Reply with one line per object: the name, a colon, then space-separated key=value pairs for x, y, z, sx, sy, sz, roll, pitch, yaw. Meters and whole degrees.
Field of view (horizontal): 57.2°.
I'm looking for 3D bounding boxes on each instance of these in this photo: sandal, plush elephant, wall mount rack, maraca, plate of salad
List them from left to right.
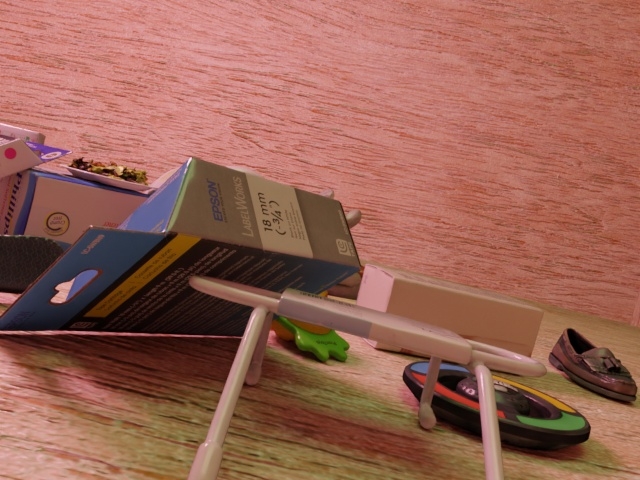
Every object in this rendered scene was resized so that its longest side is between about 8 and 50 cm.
sandal: x=-0.442 y=0.025 z=0.696 sx=0.255 sy=0.097 sz=0.054 roll=16 pitch=-29 yaw=-31
plate of salad: x=-0.435 y=-0.141 z=1.219 sx=0.200 sy=0.048 sz=0.200 roll=15 pitch=3 yaw=-1
maraca: x=-0.028 y=0.110 z=0.868 sx=0.127 sy=0.099 sz=0.185 roll=8 pitch=32 yaw=-46
plush elephant: x=0.000 y=0.000 z=1.463 sx=0.330 sy=0.255 sz=0.272 roll=12 pitch=3 yaw=-27
wall mount rack: x=0.033 y=0.130 z=0.514 sx=0.350 sy=0.130 sz=0.304 roll=14 pitch=-1 yaw=0

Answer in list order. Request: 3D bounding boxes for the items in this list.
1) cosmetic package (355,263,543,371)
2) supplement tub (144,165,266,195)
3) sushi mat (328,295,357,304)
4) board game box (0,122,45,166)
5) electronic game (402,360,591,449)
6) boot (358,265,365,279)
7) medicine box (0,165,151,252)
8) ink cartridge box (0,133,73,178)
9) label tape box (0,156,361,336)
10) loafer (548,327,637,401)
cosmetic package: x=0.224 y=0.142 z=1.064 sx=0.296 sy=0.129 sz=0.153 roll=14 pitch=4 yaw=-14
supplement tub: x=-0.255 y=-0.050 z=1.310 sx=0.236 sy=0.235 sz=0.325 roll=12 pitch=-1 yaw=-36
sushi mat: x=-0.036 y=0.123 z=1.285 sx=0.317 sy=0.019 sz=0.151 roll=13 pitch=2 yaw=-11
board game box: x=-0.867 y=-0.195 z=1.440 sx=0.304 sy=0.223 sz=0.097 roll=13 pitch=0 yaw=-16
electronic game: x=0.215 y=0.198 z=0.734 sx=0.229 sy=0.048 sz=0.229 roll=14 pitch=3 yaw=-1
boot: x=0.120 y=0.115 z=1.856 sx=0.281 sy=0.096 sz=0.264 roll=21 pitch=-5 yaw=-1
medicine box: x=-0.540 y=-0.065 z=1.219 sx=0.289 sy=0.149 sz=0.264 roll=15 pitch=3 yaw=39
ink cartridge box: x=-0.649 y=-0.128 z=1.022 sx=0.176 sy=0.069 sz=0.371 roll=15 pitch=33 yaw=36
label tape box: x=-0.156 y=0.020 z=0.662 sx=0.241 sy=0.105 sz=0.334 roll=-33 pitch=-30 yaw=35
loafer: x=0.526 y=0.234 z=1.148 sx=0.096 sy=0.084 sz=0.267 roll=14 pitch=3 yaw=-3
